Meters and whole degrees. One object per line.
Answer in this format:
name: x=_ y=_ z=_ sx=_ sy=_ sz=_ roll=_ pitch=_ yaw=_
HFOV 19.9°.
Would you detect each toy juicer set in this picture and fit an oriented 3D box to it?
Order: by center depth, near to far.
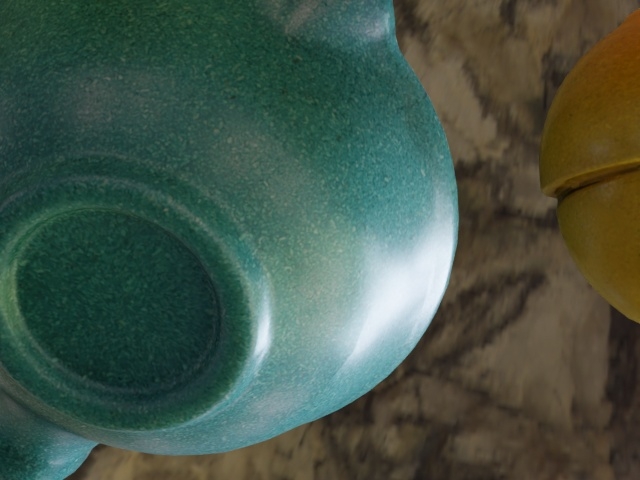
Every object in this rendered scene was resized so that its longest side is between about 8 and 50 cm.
toy juicer set: x=0.000 y=0.000 z=0.417 sx=0.209 sy=0.089 sz=0.329 roll=8 pitch=-60 yaw=9
